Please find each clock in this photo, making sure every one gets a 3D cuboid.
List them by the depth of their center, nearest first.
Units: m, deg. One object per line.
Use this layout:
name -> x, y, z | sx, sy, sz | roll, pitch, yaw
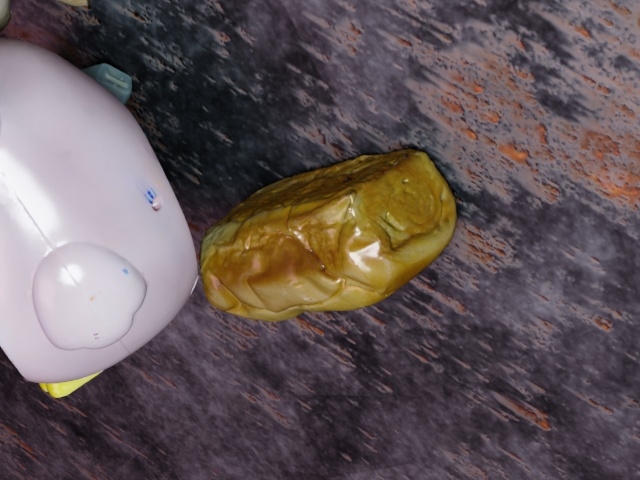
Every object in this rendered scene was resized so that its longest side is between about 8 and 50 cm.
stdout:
clock -> -0.300, -0.052, 1.849 | 0.368, 0.250, 0.377 | 49, 170, 53

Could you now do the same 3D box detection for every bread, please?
bread -> 0.000, 0.000, 1.846 | 0.294, 0.167, 0.132 | -17, 113, 48

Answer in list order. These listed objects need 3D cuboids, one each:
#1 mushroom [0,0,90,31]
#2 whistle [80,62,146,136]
mushroom -> -0.355, -0.323, 1.856 | 0.209, 0.206, 0.206 | -4, 126, 16
whistle -> -0.315, -0.144, 2.058 | 0.186, 0.093, 0.274 | 29, 146, -26
